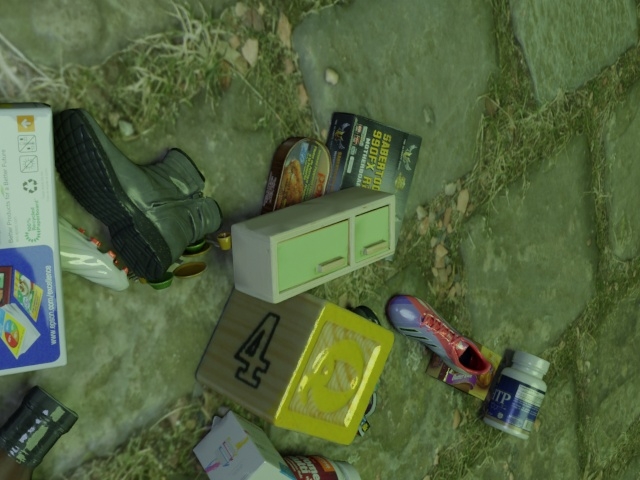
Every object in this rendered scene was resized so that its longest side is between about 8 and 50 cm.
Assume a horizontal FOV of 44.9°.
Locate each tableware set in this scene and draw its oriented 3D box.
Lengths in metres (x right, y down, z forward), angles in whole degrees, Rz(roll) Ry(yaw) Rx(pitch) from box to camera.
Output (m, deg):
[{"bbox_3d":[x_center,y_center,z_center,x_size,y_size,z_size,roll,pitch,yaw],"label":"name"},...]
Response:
[{"bbox_3d":[-0.188,0.023,1.069,0.154,0.104,0.024,-27,119,-37],"label":"tableware set"}]

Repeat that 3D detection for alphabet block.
[{"bbox_3d":[-0.038,0.180,1.198,0.192,0.197,0.194,28,82,-46],"label":"alphabet block"}]

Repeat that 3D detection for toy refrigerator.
[{"bbox_3d":[0.000,0.000,1.164,0.269,0.094,0.102,-20,116,-43],"label":"toy refrigerator"}]

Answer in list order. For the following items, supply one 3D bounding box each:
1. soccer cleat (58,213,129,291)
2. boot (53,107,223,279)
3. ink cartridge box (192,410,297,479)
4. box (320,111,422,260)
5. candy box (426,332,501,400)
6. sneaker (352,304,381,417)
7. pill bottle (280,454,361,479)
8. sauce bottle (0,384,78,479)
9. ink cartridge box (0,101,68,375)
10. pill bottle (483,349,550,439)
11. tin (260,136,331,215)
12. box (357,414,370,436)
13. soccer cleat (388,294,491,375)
[{"bbox_3d":[-0.323,0.013,0.966,0.076,0.068,0.196,-51,127,-11],"label":"soccer cleat"},{"bbox_3d":[-0.236,-0.083,1.019,0.247,0.083,0.161,62,38,-19],"label":"boot"},{"bbox_3d":[-0.123,0.346,1.215,0.090,0.143,0.092,-46,132,-2],"label":"ink cartridge box"},{"bbox_3d":[0.076,-0.087,1.330,0.183,0.056,0.231,10,95,-45],"label":"box"},{"bbox_3d":[0.312,0.268,1.674,0.186,0.053,0.109,32,79,-46],"label":"candy box"},{"bbox_3d":[0.056,0.230,1.391,0.098,0.083,0.224,-12,112,-37],"label":"sneaker"},{"bbox_3d":[-0.034,0.432,1.332,0.221,0.121,0.121,15,92,-46],"label":"pill bottle"},{"bbox_3d":[-0.431,0.330,0.922,0.344,0.111,0.111,-54,133,-21],"label":"sauce bottle"},{"bbox_3d":[-0.439,0.010,0.827,0.307,0.072,0.304,-5,107,-24],"label":"ink cartridge box"},{"bbox_3d":[0.463,0.357,1.807,0.112,0.112,0.187,29,81,-45],"label":"pill bottle"},{"bbox_3d":[-0.040,-0.072,1.236,0.106,0.040,0.190,11,95,-42],"label":"tin"},{"bbox_3d":[0.015,0.273,1.321,0.027,0.137,0.094,-45,130,-25],"label":"box"},{"bbox_3d":[0.234,0.185,1.513,0.248,0.095,0.083,41,73,-26],"label":"soccer cleat"}]
